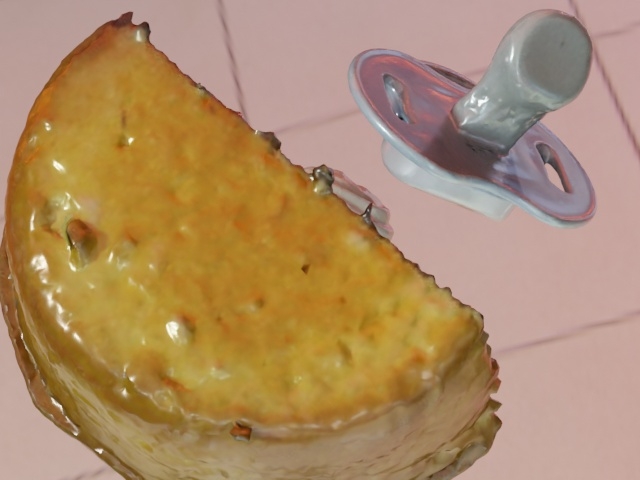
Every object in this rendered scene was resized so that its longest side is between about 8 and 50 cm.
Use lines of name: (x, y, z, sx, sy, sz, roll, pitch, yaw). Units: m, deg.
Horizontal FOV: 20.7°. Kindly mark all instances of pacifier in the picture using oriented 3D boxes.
pacifier: (0.165, -0.134, 1.633, 0.207, 0.279, 0.227, -52, 30, 31)

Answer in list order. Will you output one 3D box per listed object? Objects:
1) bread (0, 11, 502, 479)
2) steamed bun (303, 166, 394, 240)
bread: (-0.070, 0.046, 1.005, 0.340, 0.194, 0.179, 41, 68, 12)
steamed bun: (0.000, 0.000, 1.936, 0.183, 0.106, 0.183, 2, 78, -11)
